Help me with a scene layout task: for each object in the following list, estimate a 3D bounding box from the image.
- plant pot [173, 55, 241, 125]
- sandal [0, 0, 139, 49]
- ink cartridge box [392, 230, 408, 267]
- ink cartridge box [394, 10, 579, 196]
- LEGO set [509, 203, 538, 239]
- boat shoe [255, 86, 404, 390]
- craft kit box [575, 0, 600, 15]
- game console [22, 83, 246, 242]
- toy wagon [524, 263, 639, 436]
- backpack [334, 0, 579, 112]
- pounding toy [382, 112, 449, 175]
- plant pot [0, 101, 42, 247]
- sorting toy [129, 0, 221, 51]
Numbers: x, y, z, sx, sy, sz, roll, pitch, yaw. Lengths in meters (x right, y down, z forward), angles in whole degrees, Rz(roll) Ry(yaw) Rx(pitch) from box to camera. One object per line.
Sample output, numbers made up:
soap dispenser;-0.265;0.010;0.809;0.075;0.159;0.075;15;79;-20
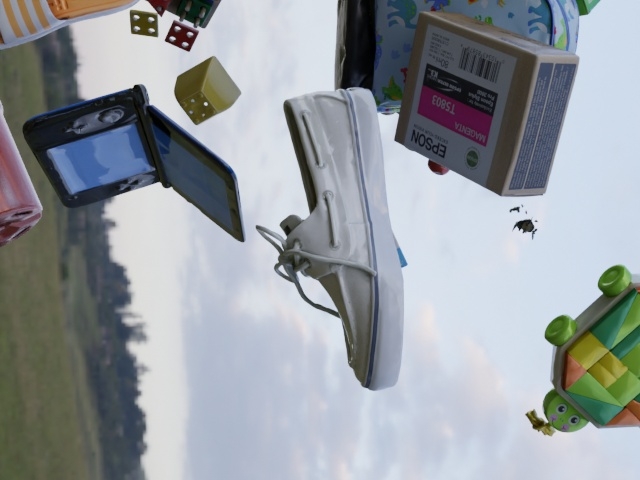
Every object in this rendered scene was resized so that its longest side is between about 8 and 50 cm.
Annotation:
plant pot;-0.189;-0.232;1.760;0.081;0.081;0.083;53;28;-25
sandal;-0.368;-0.342;1.486;0.076;0.265;0.102;136;-67;-75
ink cartridge box;0.071;-0.017;1.939;0.061;0.104;0.181;69;-3;-90
ink cartridge box;0.215;-0.186;1.458;0.234;0.088;0.193;33;-60;47
LEGO set;0.405;-0.039;2.162;0.023;0.054;0.083;-81;161;-59
boat shoe;0.001;-0.004;1.270;0.136;0.156;0.367;130;-45;-75
craft kit box;0.413;-0.461;1.959;0.250;0.246;0.061;-1;-54;42
game console;-0.255;-0.077;1.550;0.293;0.250;0.173;91;-21;-70
toy wagon;0.488;0.211;1.790;0.344;0.267;0.068;-45;-162;10
backpack;0.210;-0.319;1.649;0.273;0.355;0.290;-109;-158;-72
pounding toy;0.219;-0.214;2.277;0.183;0.237;0.110;47;-66;41
plant pot;-0.621;-0.117;1.850;0.265;0.272;0.272;60;-20;6
sorting toy;-0.219;-0.388;1.692;0.274;0.132;0.046;-49;-157;45
